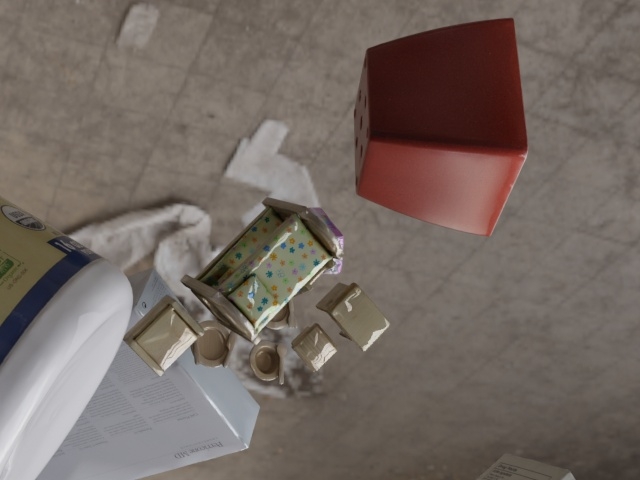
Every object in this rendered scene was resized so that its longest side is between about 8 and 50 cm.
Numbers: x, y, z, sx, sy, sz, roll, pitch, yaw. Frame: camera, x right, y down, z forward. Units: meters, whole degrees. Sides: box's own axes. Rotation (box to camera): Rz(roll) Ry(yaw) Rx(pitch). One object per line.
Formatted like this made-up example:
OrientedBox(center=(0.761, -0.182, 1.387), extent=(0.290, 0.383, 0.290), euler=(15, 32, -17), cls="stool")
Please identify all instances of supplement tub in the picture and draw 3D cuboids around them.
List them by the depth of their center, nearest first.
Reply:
OrientedBox(center=(-0.327, 0.046, 0.807), extent=(0.316, 0.228, 0.228), euler=(31, 145, 2), cls="supplement tub")

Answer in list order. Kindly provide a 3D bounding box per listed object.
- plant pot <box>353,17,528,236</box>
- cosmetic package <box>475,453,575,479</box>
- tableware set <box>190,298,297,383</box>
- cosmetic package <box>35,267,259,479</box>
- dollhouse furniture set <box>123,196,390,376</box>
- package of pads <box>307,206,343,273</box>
OrientedBox(center=(0.180, -0.187, 1.754), extent=(0.236, 0.267, 0.267), euler=(3, 150, -4), cls="plant pot")
OrientedBox(center=(0.165, 0.389, 1.221), extent=(0.113, 0.309, 0.160), euler=(55, 164, -7), cls="cosmetic package")
OrientedBox(center=(-0.102, 0.115, 1.466), extent=(0.169, 0.141, 0.020), euler=(19, 158, -32), cls="tableware set")
OrientedBox(center=(-0.322, 0.221, 1.551), extent=(0.377, 0.097, 0.284), euler=(-19, 118, 24), cls="cosmetic package")
OrientedBox(center=(-0.042, 0.085, 0.936), extent=(0.161, 0.182, 0.101), euler=(50, 167, -22), cls="dollhouse furniture set")
OrientedBox(center=(0.000, 0.000, 1.250), extent=(0.032, 0.083, 0.050), euler=(-3, 117, -21), cls="package of pads")
